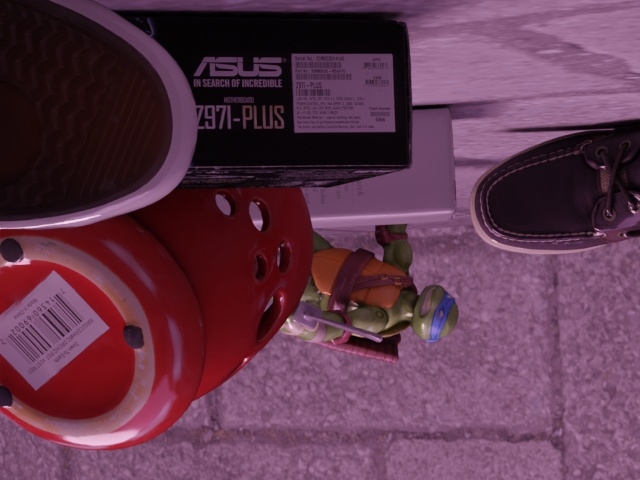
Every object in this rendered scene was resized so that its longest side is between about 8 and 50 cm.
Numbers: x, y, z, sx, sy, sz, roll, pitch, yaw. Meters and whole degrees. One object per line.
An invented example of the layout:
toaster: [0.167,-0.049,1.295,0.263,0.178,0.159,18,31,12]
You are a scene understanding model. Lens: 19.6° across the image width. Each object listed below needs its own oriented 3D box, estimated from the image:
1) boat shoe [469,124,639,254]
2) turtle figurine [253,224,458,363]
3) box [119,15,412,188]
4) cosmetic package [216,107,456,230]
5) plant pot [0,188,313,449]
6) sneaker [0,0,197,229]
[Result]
boat shoe: [0.265,-0.051,1.525,0.285,0.103,0.092,-6,172,1]
turtle figurine: [0.000,0.000,1.767,0.266,0.197,0.275,13,172,19]
box: [-0.059,-0.069,0.974,0.180,0.077,0.147,-1,178,-16]
cosmetic package: [-0.015,-0.051,1.398,0.231,0.085,0.117,-4,178,1]
plant pot: [-0.119,0.023,1.120,0.191,0.191,0.174,-4,-154,24]
sneaker: [-0.162,-0.067,0.815,0.290,0.106,0.123,8,-173,28]
